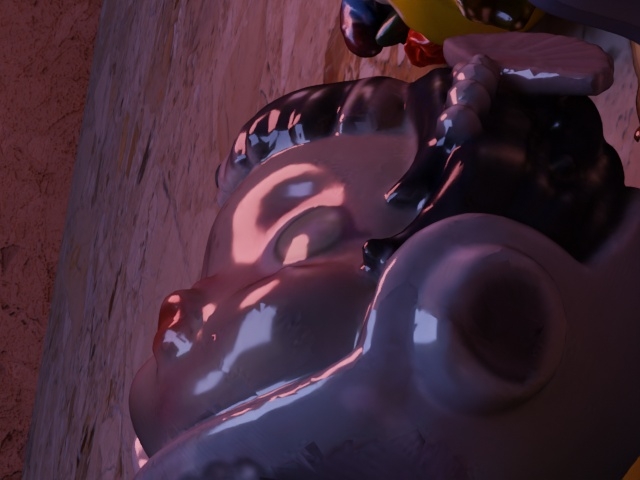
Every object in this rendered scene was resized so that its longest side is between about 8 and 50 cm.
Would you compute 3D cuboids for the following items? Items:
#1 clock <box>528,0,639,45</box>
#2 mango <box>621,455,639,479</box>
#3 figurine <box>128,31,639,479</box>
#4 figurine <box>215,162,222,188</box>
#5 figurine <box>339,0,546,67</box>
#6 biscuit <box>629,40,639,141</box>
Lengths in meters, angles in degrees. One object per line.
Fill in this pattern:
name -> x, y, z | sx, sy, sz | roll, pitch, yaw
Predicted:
clock -> 0.144, -0.115, 0.385 | 0.189, 0.254, 0.189 | -44, 39, 52
mango -> 0.166, 0.106, 0.290 | 0.253, 0.182, 0.365 | -101, 27, -52
figurine -> 0.015, 0.095, 0.533 | 0.253, 0.211, 0.361 | -16, 41, 39
figurine -> -0.004, -0.003, 0.939 | 0.193, 0.140, 0.265 | -55, 41, 17
figurine -> 0.075, -0.162, 0.822 | 0.234, 0.127, 0.185 | -118, 37, -47
biscuit -> 0.180, -0.172, 0.623 | 0.154, 0.045, 0.299 | 124, 152, -46
